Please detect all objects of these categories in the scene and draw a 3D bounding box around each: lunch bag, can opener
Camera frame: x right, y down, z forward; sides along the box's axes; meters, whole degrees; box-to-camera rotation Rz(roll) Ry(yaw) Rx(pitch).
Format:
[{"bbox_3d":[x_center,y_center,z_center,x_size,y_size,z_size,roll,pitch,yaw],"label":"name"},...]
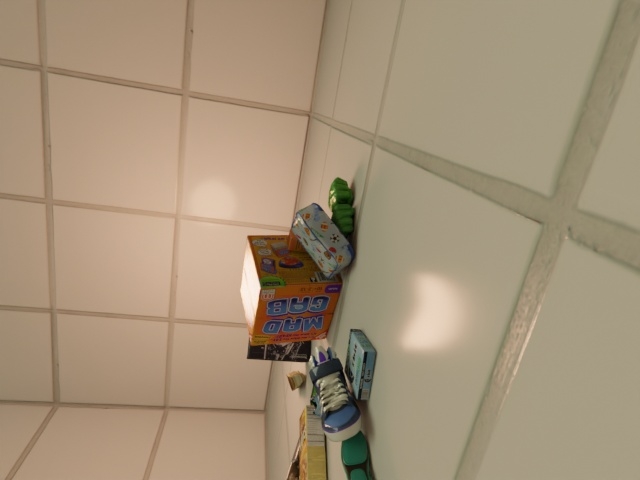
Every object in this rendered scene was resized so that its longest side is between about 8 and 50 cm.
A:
[{"bbox_3d":[0.000,0.000,1.689,0.303,0.115,0.243,55,160,11],"label":"lunch bag"},{"bbox_3d":[-0.109,0.994,1.849,0.095,0.076,0.283,-38,11,26],"label":"can opener"}]

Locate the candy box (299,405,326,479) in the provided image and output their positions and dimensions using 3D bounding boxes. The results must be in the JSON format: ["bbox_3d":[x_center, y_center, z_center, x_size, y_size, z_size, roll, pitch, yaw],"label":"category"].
[{"bbox_3d":[-0.036,0.892,1.763,0.183,0.087,0.316,107,164,-48],"label":"candy box"}]

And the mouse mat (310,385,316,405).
[{"bbox_3d":[-0.029,0.772,2.033,0.152,0.007,0.190,-109,29,-68],"label":"mouse mat"}]

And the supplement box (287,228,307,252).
[{"bbox_3d":[-0.028,0.007,1.870,0.080,0.233,0.078,-103,22,-52],"label":"supplement box"}]

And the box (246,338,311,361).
[{"bbox_3d":[-0.229,0.521,2.346,0.179,0.343,0.313,127,147,-69],"label":"box"}]

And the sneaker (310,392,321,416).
[{"bbox_3d":[-0.008,0.673,1.787,0.063,0.073,0.162,108,165,-48],"label":"sneaker"}]

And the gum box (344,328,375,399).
[{"bbox_3d":[0.124,0.392,1.333,0.184,0.041,0.157,-137,54,-77],"label":"gum box"}]

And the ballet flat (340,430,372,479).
[{"bbox_3d":[0.105,0.662,1.180,0.247,0.083,0.087,-99,4,-61],"label":"ballet flat"}]

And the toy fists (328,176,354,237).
[{"bbox_3d":[0.087,-0.134,1.729,0.142,0.096,0.279,96,173,-59],"label":"toy fists"}]

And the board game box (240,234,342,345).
[{"bbox_3d":[-0.154,0.218,1.911,0.356,0.356,0.356,-114,31,-48],"label":"board game box"}]

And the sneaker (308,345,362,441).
[{"bbox_3d":[0.025,0.464,1.327,0.323,0.130,0.236,-118,5,-88],"label":"sneaker"}]

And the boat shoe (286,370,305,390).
[{"bbox_3d":[-0.141,0.823,2.437,0.285,0.089,0.105,125,124,-74],"label":"boat shoe"}]
